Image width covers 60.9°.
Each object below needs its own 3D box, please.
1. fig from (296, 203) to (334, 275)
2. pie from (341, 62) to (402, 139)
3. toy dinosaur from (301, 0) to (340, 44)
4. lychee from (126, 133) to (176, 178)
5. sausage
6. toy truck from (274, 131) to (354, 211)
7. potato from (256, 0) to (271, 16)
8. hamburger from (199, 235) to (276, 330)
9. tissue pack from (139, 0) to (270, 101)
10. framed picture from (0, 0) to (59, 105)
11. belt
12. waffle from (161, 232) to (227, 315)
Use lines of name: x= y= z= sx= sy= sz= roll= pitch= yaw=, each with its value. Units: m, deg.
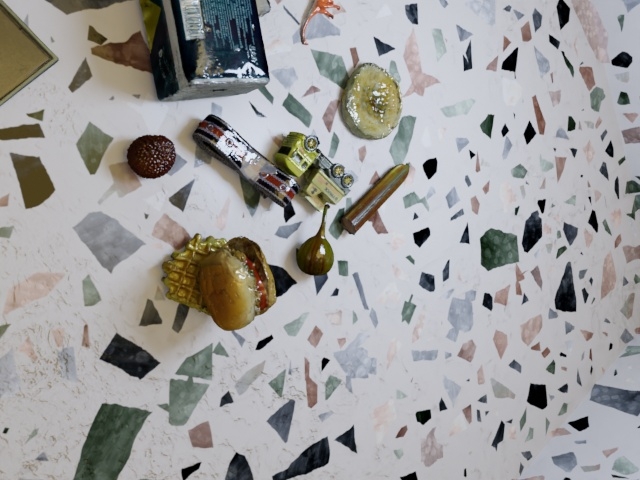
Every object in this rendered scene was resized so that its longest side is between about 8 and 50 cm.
fig: x=0.000 y=0.000 z=1.751 sx=0.124 sy=0.124 sz=0.236 roll=9 pitch=102 yaw=-34
pie: x=0.183 y=-0.487 z=1.910 sx=0.274 sy=0.055 sz=0.274 roll=-2 pitch=94 yaw=-34
toy dinosaur: x=0.009 y=-0.765 z=1.784 sx=0.101 sy=0.055 sz=0.279 roll=15 pitch=85 yaw=-24
lychee: x=-0.450 y=-0.230 z=1.462 sx=0.123 sy=0.123 sz=0.129 roll=36 pitch=109 yaw=-30
sausage: x=0.207 y=-0.166 z=1.933 sx=0.371 sy=0.082 sz=0.082 roll=-45 pitch=115 yaw=-25
toy truck: x=-0.026 y=-0.214 z=1.747 sx=0.272 sy=0.124 sz=0.157 roll=43 pitch=80 yaw=-31
potato: x=-0.209 y=-0.725 z=1.633 sx=0.086 sy=0.061 sz=0.122 roll=-38 pitch=114 yaw=-27
hamburger: x=-0.232 y=0.116 z=1.492 sx=0.163 sy=0.244 sz=0.244 roll=-22 pitch=104 yaw=-30
tissue pack: x=-0.319 y=-0.601 z=1.448 sx=0.264 sy=0.253 sz=0.416 roll=-15 pitch=101 yaw=-33
framed picture: x=-0.820 y=-0.479 z=1.259 sx=0.324 sy=0.020 sz=0.240 roll=48 pitch=67 yaw=-25
belt: x=-0.214 y=-0.230 z=1.615 sx=0.359 sy=0.126 sz=0.094 roll=38 pitch=79 yaw=-26
waffle: x=-0.350 y=0.085 z=1.578 sx=0.219 sy=0.057 sz=0.229 roll=27 pitch=76 yaw=-33
